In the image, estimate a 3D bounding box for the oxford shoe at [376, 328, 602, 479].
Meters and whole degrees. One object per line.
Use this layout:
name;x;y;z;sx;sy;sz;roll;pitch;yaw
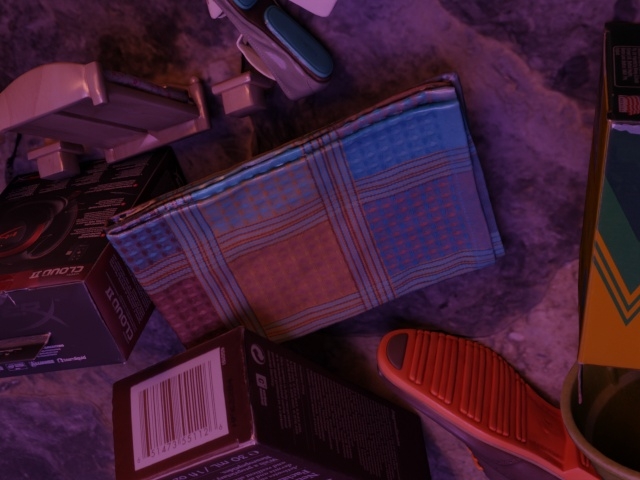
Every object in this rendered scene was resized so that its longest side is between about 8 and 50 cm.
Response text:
oxford shoe;0.206;0.233;1.262;0.364;0.130;0.133;31;132;-9

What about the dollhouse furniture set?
dollhouse furniture set;-0.282;-0.181;1.032;0.355;0.303;0.174;-16;82;23

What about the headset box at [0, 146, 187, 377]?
headset box;-0.282;0.031;1.135;0.218;0.293;0.110;-9;121;19

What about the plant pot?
plant pot;0.414;0.255;1.124;0.276;0.276;0.254;-6;121;18

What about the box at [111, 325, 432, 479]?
box;-0.043;0.246;1.220;0.191;0.143;0.381;-26;146;25

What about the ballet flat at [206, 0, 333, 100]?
ballet flat;-0.073;-0.224;1.043;0.068;0.072;0.213;-25;115;40

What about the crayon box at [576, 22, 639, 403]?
crayon box;0.297;-0.021;1.012;0.081;0.202;0.318;5;126;11

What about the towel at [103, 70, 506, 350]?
towel;0.000;0.000;1.085;0.370;0.040;0.271;-23;136;3

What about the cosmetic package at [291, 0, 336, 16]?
cosmetic package;0.014;-0.330;0.937;0.117;0.085;0.231;27;128;-6
